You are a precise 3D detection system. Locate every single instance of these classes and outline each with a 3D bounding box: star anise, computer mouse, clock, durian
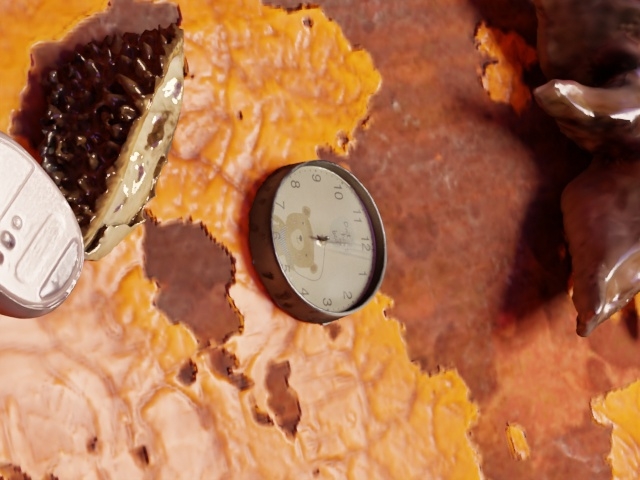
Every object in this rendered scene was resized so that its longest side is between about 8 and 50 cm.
[{"bbox_3d":[0.228,-0.051,1.097,0.292,0.109,0.349,2,79,-38],"label":"star anise"},{"bbox_3d":[-0.145,-0.009,0.781,0.096,0.039,0.066,52,50,-31],"label":"computer mouse"},{"bbox_3d":[0.000,0.000,0.928,0.085,0.017,0.085,13,70,-41],"label":"clock"},{"bbox_3d":[-0.098,-0.053,0.846,0.066,0.052,0.130,76,31,-58],"label":"durian"}]
